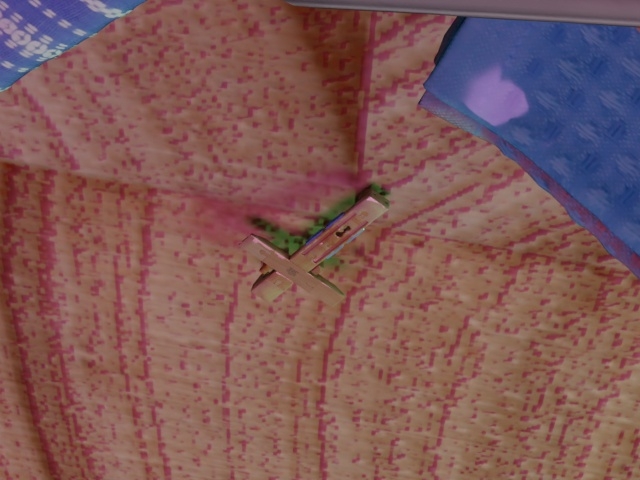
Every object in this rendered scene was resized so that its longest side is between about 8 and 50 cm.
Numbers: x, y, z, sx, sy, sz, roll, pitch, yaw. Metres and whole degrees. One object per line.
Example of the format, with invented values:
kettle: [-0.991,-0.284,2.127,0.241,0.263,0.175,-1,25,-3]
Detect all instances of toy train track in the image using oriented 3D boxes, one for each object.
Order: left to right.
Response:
toy train track: [0.000,0.000,0.769,0.048,0.014,0.083,34,136,-18]

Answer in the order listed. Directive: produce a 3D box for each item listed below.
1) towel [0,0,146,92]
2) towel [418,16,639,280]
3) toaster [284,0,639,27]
towel: [-0.120,-0.146,0.566,0.243,0.040,0.336,35,141,-31]
towel: [0.200,-0.008,0.464,0.370,0.040,0.271,45,141,14]
toaster: [0.037,-0.129,0.395,0.146,0.129,0.227,13,145,37]
